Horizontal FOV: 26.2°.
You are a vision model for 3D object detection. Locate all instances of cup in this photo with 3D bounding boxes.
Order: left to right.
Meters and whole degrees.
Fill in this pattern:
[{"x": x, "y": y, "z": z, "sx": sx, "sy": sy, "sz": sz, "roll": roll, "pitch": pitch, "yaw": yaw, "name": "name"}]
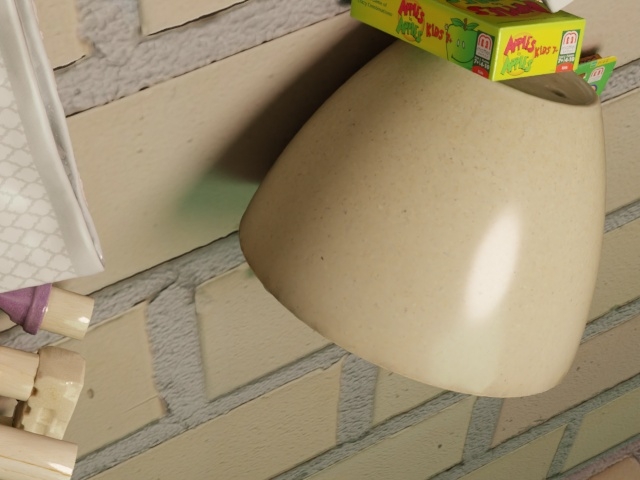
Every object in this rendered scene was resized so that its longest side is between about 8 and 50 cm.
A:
[{"x": 0.122, "y": -0.054, "z": 1.220, "sx": 0.331, "sy": 0.331, "sz": 0.237, "roll": -1, "pitch": 124, "yaw": -44, "name": "cup"}]

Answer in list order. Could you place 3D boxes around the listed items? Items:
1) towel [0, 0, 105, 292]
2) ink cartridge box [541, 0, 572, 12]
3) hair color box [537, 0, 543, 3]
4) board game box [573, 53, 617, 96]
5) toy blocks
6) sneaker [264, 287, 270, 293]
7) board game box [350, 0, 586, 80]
[{"x": -0.319, "y": -0.061, "z": 0.865, "sx": 0.316, "sy": 0.053, "sz": 0.332, "roll": -15, "pitch": 134, "yaw": -7, "name": "towel"}, {"x": 0.143, "y": -0.283, "z": 1.003, "sx": 0.087, "sy": 0.153, "sz": 0.208, "roll": -36, "pitch": 151, "yaw": 7, "name": "ink cartridge box"}, {"x": 0.183, "y": -0.236, "z": 1.237, "sx": 0.072, "sy": 0.043, "sz": 0.141, "roll": -24, "pitch": 150, "yaw": -15, "name": "hair color box"}, {"x": 0.227, "y": -0.106, "z": 1.500, "sx": 0.124, "sy": 0.039, "sz": 0.259, "roll": -18, "pitch": 152, "yaw": -26, "name": "board game box"}, {"x": -0.365, "y": 0.165, "z": 1.197, "sx": 0.260, "sy": 0.309, "sz": 0.289, "roll": 17, "pitch": 120, "yaw": -14, "name": "toy blocks"}, {"x": 0.000, "y": 0.000, "z": 1.431, "sx": 0.152, "sy": 0.054, "sz": 0.061, "roll": -35, "pitch": 144, "yaw": -8, "name": "sneaker"}, {"x": 0.115, "y": -0.180, "z": 1.111, "sx": 0.092, "sy": 0.181, "sz": 0.043, "roll": -11, "pitch": 119, "yaw": -34, "name": "board game box"}]
